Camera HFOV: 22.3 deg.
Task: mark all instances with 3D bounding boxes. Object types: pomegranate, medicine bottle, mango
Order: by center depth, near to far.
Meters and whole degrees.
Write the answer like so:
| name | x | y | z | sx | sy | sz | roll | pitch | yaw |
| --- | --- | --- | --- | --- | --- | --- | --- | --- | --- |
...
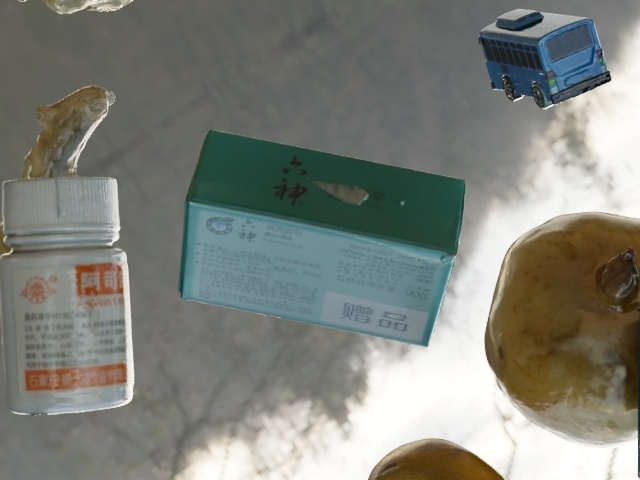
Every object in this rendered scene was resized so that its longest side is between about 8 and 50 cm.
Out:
| name | x | y | z | sx | sy | sz | roll | pitch | yaw |
| --- | --- | --- | --- | --- | --- | --- | --- | --- | --- |
| medicine bottle | -0.279 | 0.058 | 1.757 | 0.144 | 0.252 | 0.144 | -6 | 179 | 0 |
| mango | 0.155 | 0.339 | 2.136 | 0.120 | 0.177 | 0.295 | -50 | -177 | -38 |
| pomegranate | 0.376 | 0.108 | 2.160 | 0.342 | 0.342 | 0.342 | -32 | -174 | 4 |

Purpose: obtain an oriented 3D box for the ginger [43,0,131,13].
| name | x | y | z | sx | sy | sz | roll | pitch | yaw |
| --- | --- | --- | --- | --- | --- | --- | --- | --- | --- |
| ginger | -0.064 | -0.280 | 1.173 | 0.375 | 0.166 | 0.236 | -22 | 137 | -31 |

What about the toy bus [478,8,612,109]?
| name | x | y | z | sx | sy | sz | roll | pitch | yaw |
| --- | --- | --- | --- | --- | --- | --- | --- | --- | --- |
| toy bus | 0.276 | -0.232 | 2.031 | 0.090 | 0.106 | 0.184 | -25 | -162 | -14 |

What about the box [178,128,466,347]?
| name | x | y | z | sx | sy | sz | roll | pitch | yaw |
| --- | --- | --- | --- | --- | --- | --- | --- | --- | --- |
| box | 0.000 | 0.000 | 1.488 | 0.153 | 0.245 | 0.092 | 102 | 1 | -52 |

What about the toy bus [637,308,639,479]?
| name | x | y | z | sx | sy | sz | roll | pitch | yaw |
| --- | --- | --- | --- | --- | --- | --- | --- | --- | --- |
| toy bus | 0.446 | 0.183 | 1.962 | 0.113 | 0.246 | 0.134 | 0 | -179 | -9 |

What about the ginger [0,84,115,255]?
| name | x | y | z | sx | sy | sz | roll | pitch | yaw |
| --- | --- | --- | --- | --- | --- | --- | --- | --- | --- |
| ginger | -0.330 | -0.064 | 2.067 | 0.086 | 0.131 | 0.294 | -77 | -170 | -64 |
